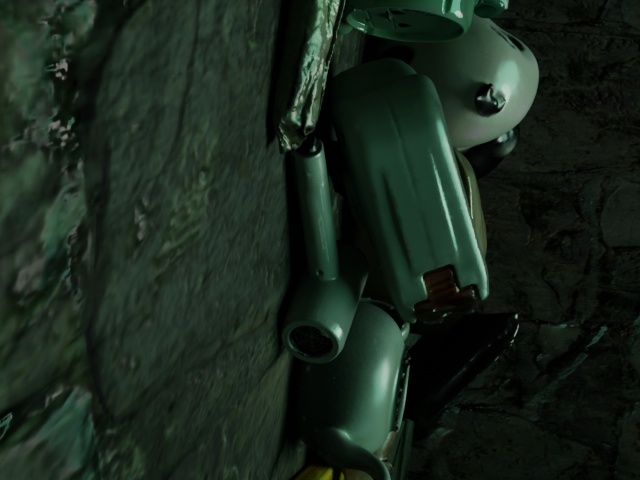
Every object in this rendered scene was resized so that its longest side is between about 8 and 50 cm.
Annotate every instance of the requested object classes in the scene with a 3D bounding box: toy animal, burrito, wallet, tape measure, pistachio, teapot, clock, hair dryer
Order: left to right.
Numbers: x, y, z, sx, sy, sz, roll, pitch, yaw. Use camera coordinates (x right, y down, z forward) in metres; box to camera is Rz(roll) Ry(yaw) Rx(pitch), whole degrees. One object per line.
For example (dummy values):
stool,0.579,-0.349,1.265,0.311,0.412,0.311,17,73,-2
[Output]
burrito,-0.012,-0.167,0.854,0.058,0.045,0.188,11,89,-49
hair dryer,0.000,0.000,0.983,0.131,0.073,0.236,-69,160,-50
teapot,0.044,0.169,1.165,0.294,0.129,0.193,-70,165,-51
tape measure,0.081,-0.062,1.051,0.246,0.125,0.243,-112,-176,-67
clock,0.085,-0.237,0.936,0.148,0.189,0.060,22,75,-77
pistachio,0.141,-0.001,1.375,0.226,0.208,0.331,51,-33,40
wallet,0.170,0.181,1.404,0.197,0.051,0.377,-46,180,-9
toy animal,0.191,-0.213,1.419,0.310,0.251,0.251,43,55,-73

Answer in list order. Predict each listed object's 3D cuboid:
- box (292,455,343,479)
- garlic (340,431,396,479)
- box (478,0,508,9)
box,-0.012,0.367,1.238,0.269,0.043,0.152,24,72,-80
garlic,0.054,0.221,1.355,0.148,0.128,0.266,-52,-168,25
box,0.173,-0.494,1.250,0.051,0.205,0.365,-12,114,-40
